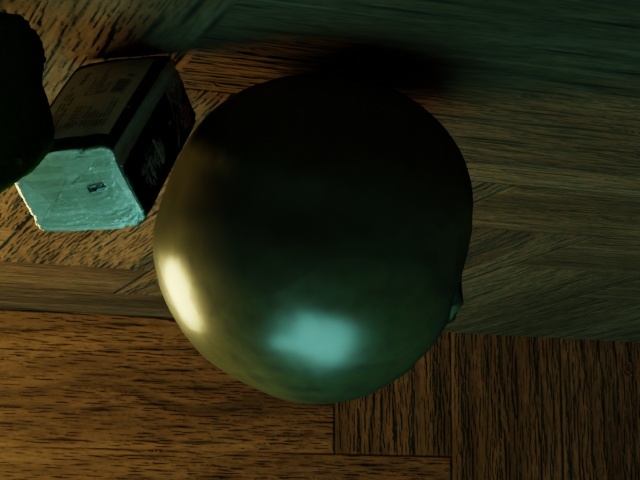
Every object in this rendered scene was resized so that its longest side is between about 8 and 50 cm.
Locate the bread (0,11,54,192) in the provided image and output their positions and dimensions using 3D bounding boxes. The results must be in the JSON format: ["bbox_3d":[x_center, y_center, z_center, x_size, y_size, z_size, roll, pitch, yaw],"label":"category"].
[{"bbox_3d":[-0.388,-0.074,1.196,0.382,0.129,0.366,-23,-162,-12],"label":"bread"}]

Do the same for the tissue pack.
[{"bbox_3d":[-0.179,-0.082,1.320,0.103,0.090,0.170,-6,-150,17],"label":"tissue pack"}]

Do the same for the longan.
[{"bbox_3d":[0.000,0.000,1.413,0.319,0.319,0.319,0,169,0],"label":"longan"}]
